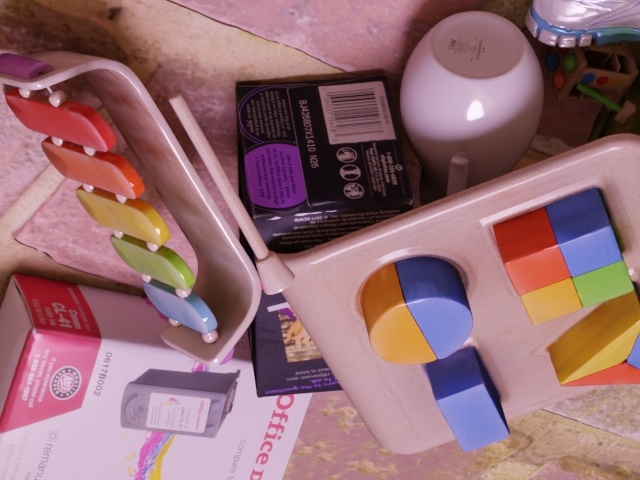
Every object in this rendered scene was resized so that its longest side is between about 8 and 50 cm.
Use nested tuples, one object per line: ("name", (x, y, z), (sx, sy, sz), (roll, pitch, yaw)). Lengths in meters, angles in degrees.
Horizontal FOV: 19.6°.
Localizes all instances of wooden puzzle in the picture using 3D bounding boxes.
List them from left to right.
("wooden puzzle", (0.165, 0.075, 1.625), (0.348, 0.080, 0.322), (-17, 139, 12))

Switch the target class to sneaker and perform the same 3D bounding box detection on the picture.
("sneaker", (0.274, -0.214, 1.591), (0.191, 0.071, 0.083), (-5, 135, -8))

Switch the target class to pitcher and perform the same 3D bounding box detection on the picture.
("pitcher", (0.128, -0.082, 1.629), (0.125, 0.178, 0.207), (7, 142, 5))

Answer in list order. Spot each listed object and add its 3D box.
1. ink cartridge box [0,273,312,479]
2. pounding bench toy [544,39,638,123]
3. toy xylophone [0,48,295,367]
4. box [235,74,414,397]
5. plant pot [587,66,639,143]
("ink cartridge box", (-0.186, 0.178, 1.849), (0.306, 0.131, 0.226), (11, 109, -23))
("pounding bench toy", (0.242, -0.144, 1.652), (0.065, 0.083, 0.052), (7, 138, -22))
("toy xylophone", (-0.145, -0.038, 1.555), (0.081, 0.236, 0.322), (-39, 107, -18))
("box", (0.000, 0.000, 1.704), (0.143, 0.165, 0.270), (-5, 141, -6))
("plant pot", (0.389, -0.054, 1.684), (0.254, 0.276, 0.276), (28, 128, -24))
